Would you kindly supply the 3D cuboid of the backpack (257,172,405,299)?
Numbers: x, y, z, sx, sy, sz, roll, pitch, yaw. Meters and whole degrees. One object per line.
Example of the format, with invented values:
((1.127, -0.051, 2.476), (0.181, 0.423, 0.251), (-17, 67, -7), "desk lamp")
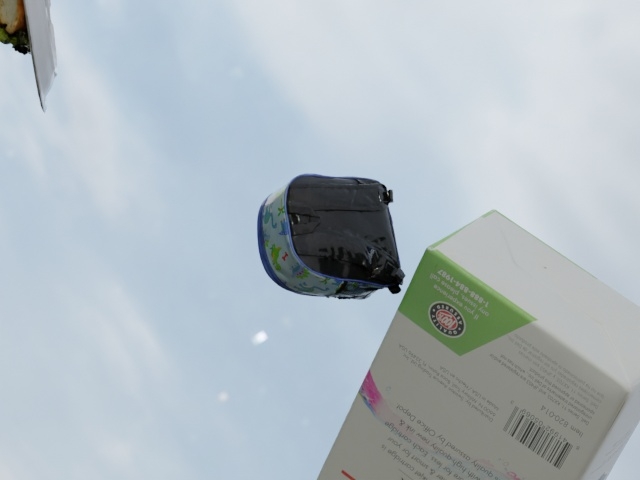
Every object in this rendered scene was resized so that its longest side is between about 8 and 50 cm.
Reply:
((0.000, 0.000, 1.625), (0.084, 0.114, 0.105), (-29, -118, 47), "backpack")

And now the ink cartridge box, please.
((0.133, 0.178, 1.638), (0.207, 0.119, 0.353), (36, -56, 18), "ink cartridge box")

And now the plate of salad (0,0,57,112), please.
((-0.247, -0.202, 1.566), (0.200, 0.048, 0.199), (172, -90, -85), "plate of salad")
